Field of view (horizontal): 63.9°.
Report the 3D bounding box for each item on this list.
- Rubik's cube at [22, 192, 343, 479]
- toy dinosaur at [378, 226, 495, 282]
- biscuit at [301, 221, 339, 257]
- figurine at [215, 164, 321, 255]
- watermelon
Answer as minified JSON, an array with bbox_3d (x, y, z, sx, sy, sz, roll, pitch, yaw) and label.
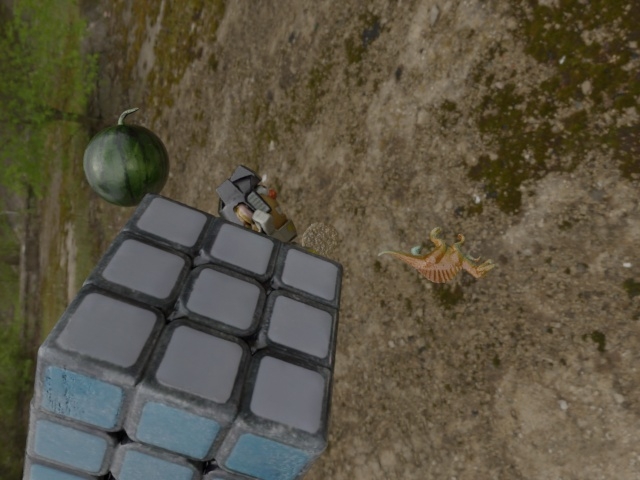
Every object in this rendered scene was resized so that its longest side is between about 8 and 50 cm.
[{"bbox_3d":[-0.163,0.171,0.679,0.304,0.300,0.305,-79,12,-52],"label":"Rubik's cube"},{"bbox_3d":[0.245,0.050,1.094,0.057,0.211,0.142,63,-174,-49],"label":"toy dinosaur"},{"bbox_3d":[0.000,0.000,1.557,0.015,0.120,0.120,-129,50,-66],"label":"biscuit"},{"bbox_3d":[-0.131,-0.032,1.190,0.143,0.309,0.308,-47,25,-21],"label":"figurine"},{"bbox_3d":[-0.448,-0.185,1.181,0.188,0.187,0.215,9,112,58],"label":"watermelon"}]
